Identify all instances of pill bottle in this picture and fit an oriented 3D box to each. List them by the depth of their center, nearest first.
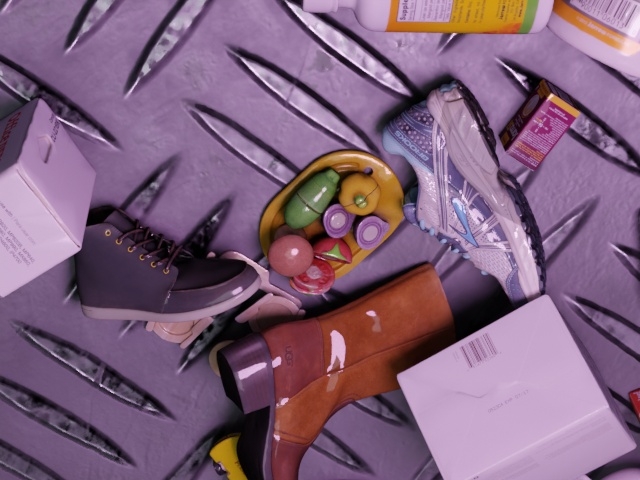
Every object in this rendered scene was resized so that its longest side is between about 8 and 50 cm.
[{"bbox_3d":[0.349,-0.310,1.366,0.162,0.162,0.278,20,112,-12],"label":"pill bottle"},{"bbox_3d":[0.104,-0.277,1.381,0.245,0.136,0.136,1,115,-3],"label":"pill bottle"}]

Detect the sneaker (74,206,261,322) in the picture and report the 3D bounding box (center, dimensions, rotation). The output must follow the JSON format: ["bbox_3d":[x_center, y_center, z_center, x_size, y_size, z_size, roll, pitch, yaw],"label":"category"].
[{"bbox_3d":[-0.180,0.022,1.513,0.222,0.083,0.118,-5,114,19],"label":"sneaker"}]

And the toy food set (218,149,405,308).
[{"bbox_3d":[0.000,0.000,1.542,0.128,0.071,0.218,41,107,-20],"label":"toy food set"}]

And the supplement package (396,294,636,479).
[{"bbox_3d":[0.225,0.192,1.556,0.194,0.149,0.203,-29,152,9],"label":"supplement package"}]

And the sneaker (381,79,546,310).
[{"bbox_3d":[0.162,-0.035,1.530,0.122,0.110,0.283,-22,107,17],"label":"sneaker"}]

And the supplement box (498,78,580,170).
[{"bbox_3d":[0.239,-0.127,1.506,0.043,0.055,0.083,31,109,-15],"label":"supplement box"}]

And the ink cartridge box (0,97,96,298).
[{"bbox_3d":[-0.380,-0.009,1.447,0.273,0.197,0.114,-31,115,12],"label":"ink cartridge box"}]

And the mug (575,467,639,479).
[{"bbox_3d":[0.318,0.442,1.687,0.374,0.276,0.328,-44,122,-16],"label":"mug"}]

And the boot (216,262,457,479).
[{"bbox_3d":[0.034,0.183,1.611,0.280,0.096,0.264,-20,111,-19],"label":"boot"}]

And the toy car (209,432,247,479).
[{"bbox_3d":[-0.028,0.332,1.709,0.225,0.053,0.239,1,116,-4],"label":"toy car"}]

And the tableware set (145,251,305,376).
[{"bbox_3d":[-0.111,0.093,1.595,0.168,0.020,0.141,35,116,-12],"label":"tableware set"}]

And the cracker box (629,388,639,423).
[{"bbox_3d":[0.497,0.200,1.619,0.232,0.156,0.067,-24,114,7],"label":"cracker box"}]
